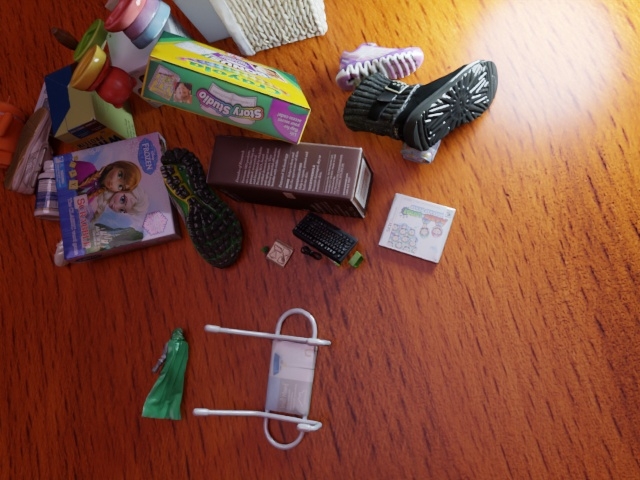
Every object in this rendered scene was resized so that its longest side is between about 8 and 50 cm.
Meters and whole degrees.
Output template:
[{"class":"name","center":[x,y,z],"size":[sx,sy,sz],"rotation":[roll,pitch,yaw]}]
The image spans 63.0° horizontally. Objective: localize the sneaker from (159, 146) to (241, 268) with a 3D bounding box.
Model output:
[{"class":"sneaker","center":[-0.321,-0.083,1.427],"size":[0.134,0.146,0.343],"rotation":[-25,88,-17]}]

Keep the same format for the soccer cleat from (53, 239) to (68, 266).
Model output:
[{"class":"soccer cleat","center":[-0.710,-0.002,1.535],"size":[0.076,0.068,0.196],"rotation":[29,85,15]}]

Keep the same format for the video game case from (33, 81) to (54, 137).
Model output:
[{"class":"video game case","center":[-0.828,-0.411,1.664],"size":[0.190,0.022,0.173],"rotation":[13,83,16]}]

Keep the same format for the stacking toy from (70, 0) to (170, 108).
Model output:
[{"class":"stacking toy","center":[-0.510,-0.513,1.355],"size":[0.309,0.130,0.279],"rotation":[-50,40,10]}]

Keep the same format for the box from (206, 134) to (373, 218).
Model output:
[{"class":"box","center":[-0.073,-0.162,1.334],"size":[0.381,0.191,0.143],"rotation":[10,82,16]}]

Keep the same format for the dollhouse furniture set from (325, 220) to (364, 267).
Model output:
[{"class":"dollhouse furniture set","center":[0.038,0.014,1.341],"size":[0.152,0.058,0.076],"rotation":[39,90,18]}]

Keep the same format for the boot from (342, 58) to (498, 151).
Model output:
[{"class":"boot","center":[0.251,-0.368,1.324],"size":[0.348,0.131,0.260],"rotation":[-34,40,-22]}]

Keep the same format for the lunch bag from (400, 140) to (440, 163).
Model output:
[{"class":"lunch bag","center":[0.258,-0.237,1.336],"size":[0.083,0.053,0.071],"rotation":[19,83,27]}]

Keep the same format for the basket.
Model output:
[{"class":"basket","center":[-0.152,-0.738,1.393],"size":[0.266,0.331,0.328],"rotation":[-9,78,11]}]

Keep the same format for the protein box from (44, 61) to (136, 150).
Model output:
[{"class":"protein box","center":[-0.662,-0.372,1.519],"size":[0.136,0.201,0.200],"rotation":[-19,75,10]}]

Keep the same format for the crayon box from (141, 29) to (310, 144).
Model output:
[{"class":"crayon box","center":[-0.227,-0.380,1.278],"size":[0.363,0.313,0.106],"rotation":[13,116,-18]}]

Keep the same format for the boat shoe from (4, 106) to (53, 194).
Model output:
[{"class":"boat shoe","center":[-0.879,-0.274,1.616],"size":[0.098,0.096,0.277],"rotation":[30,96,41]}]

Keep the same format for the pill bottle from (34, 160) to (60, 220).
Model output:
[{"class":"pill bottle","center":[-0.800,-0.149,1.569],"size":[0.094,0.094,0.169],"rotation":[-3,79,14]}]

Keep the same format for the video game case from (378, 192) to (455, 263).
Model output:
[{"class":"video game case","center":[0.243,-0.032,1.317],"size":[0.157,0.019,0.143],"rotation":[18,85,17]}]

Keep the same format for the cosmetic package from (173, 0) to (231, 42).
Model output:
[{"class":"cosmetic package","center":[-0.365,-0.771,1.427],"size":[0.097,0.377,0.284],"rotation":[-10,78,13]}]

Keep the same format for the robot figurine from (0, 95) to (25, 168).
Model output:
[{"class":"robot figurine","center":[-1.000,-0.340,1.640],"size":[0.128,0.158,0.219],"rotation":[0,79,-2]}]

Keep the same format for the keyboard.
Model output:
[{"class":"keyboard","center":[0.000,0.000,1.339],"size":[0.180,0.023,0.108],"rotation":[32,79,37]}]

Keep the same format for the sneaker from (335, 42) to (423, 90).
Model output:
[{"class":"sneaker","center":[0.152,-0.484,1.393],"size":[0.236,0.095,0.104],"rotation":[-10,70,14]}]

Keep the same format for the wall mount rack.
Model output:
[{"class":"wall mount rack","center":[-0.137,0.334,1.288],"size":[0.304,0.130,0.350],"rotation":[4,80,15]}]

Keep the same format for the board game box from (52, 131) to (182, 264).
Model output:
[{"class":"board game box","center":[-0.582,-0.123,1.493],"size":[0.318,0.066,0.318],"rotation":[-14,77,0]}]

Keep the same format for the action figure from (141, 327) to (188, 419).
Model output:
[{"class":"action figure","center":[-0.396,0.345,1.372],"size":[0.063,0.137,0.232],"rotation":[1,71,27]}]

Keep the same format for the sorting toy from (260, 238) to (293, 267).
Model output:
[{"class":"sorting toy","center":[-0.119,0.029,1.402],"size":[0.083,0.012,0.062],"rotation":[30,93,14]}]

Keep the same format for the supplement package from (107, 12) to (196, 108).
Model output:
[{"class":"supplement package","center":[-0.459,-0.514,1.493],"size":[0.194,0.203,0.149],"rotation":[-19,75,11]}]

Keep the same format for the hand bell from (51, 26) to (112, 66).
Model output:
[{"class":"hand bell","center":[-0.699,-0.557,1.543],"size":[0.126,0.242,0.126],"rotation":[-3,78,14]}]
